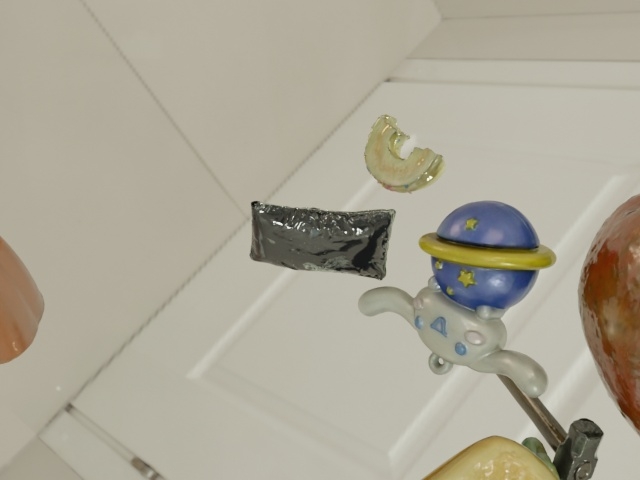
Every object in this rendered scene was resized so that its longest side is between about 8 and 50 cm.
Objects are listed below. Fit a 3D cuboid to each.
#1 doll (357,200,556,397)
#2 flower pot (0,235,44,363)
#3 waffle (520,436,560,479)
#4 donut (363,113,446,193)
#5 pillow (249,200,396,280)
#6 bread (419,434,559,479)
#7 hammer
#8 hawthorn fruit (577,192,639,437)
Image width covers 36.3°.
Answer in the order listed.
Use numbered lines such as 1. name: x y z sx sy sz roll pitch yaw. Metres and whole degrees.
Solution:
1. doll: 0.197 0.060 1.378 0.159 0.311 0.242 -26 115 -47
2. flower pot: -0.503 0.068 1.400 0.191 0.190 0.173 -33 152 -26
3. waffle: 0.279 0.434 1.318 0.056 0.309 0.291 10 113 -9
4. donut: 0.142 -0.138 1.716 0.065 0.166 0.108 17 110 -54
5. pillow: 0.000 0.000 1.431 0.208 0.055 0.141 5 135 -1
6. bread: 0.133 0.288 0.913 0.217 0.147 0.098 -29 158 -16
7. hammer: 0.303 0.226 1.467 0.043 0.365 0.111 2 117 -20
8. hawthorn fruit: 0.515 0.123 1.228 0.403 0.403 0.402 -8 103 -34
